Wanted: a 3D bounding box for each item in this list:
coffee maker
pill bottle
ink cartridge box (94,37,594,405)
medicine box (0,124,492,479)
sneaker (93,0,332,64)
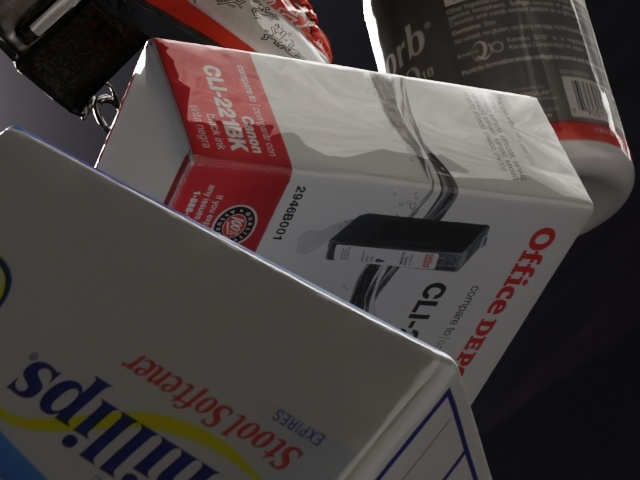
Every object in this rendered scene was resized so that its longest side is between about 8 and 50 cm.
[{"bbox_3d":[-0.148,-0.191,1.500,0.171,0.178,0.120,36,-154,-40],"label":"coffee maker"},{"bbox_3d":[0.156,-0.183,1.845,0.210,0.210,0.362,34,-141,-59],"label":"pill bottle"},{"bbox_3d":[0.000,0.000,1.190,0.273,0.197,0.114,5,-138,-28],"label":"ink cartridge box"},{"bbox_3d":[-0.057,0.129,0.881,0.263,0.149,0.289,27,153,32],"label":"medicine box"},{"bbox_3d":[-0.037,-0.174,1.319,0.270,0.145,0.090,36,164,23],"label":"sneaker"}]
